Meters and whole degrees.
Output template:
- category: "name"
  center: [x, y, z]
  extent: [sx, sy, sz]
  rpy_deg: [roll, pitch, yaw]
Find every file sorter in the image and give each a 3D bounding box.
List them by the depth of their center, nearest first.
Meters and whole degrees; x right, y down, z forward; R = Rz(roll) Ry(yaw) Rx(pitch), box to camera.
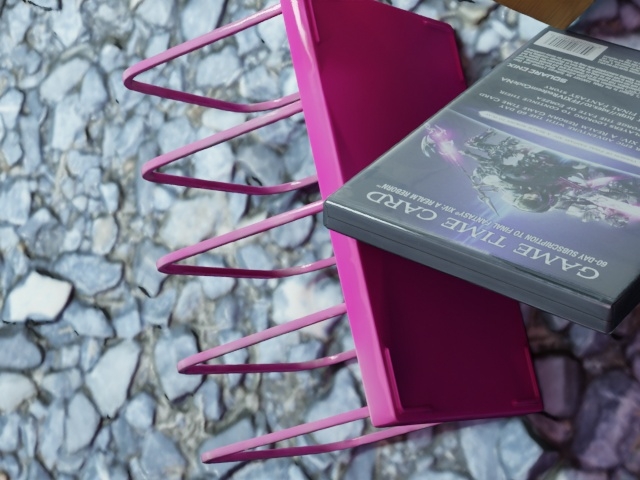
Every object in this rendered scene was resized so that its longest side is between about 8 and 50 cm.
- category: "file sorter"
  center: [0.000, 0.000, 1.155]
  extent: [0.182, 0.202, 0.291]
  rpy_deg: [-19, 77, 31]

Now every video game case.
- category: "video game case"
  center: [0.159, -0.050, 1.039]
  extent: [0.196, 0.274, 0.026]
  rpy_deg: [21, 131, 30]

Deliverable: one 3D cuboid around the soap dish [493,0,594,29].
- category: "soap dish"
  center: [0.141, -0.317, 1.093]
  extent: [0.229, 0.118, 0.291]
  rpy_deg: [-46, 63, 54]
